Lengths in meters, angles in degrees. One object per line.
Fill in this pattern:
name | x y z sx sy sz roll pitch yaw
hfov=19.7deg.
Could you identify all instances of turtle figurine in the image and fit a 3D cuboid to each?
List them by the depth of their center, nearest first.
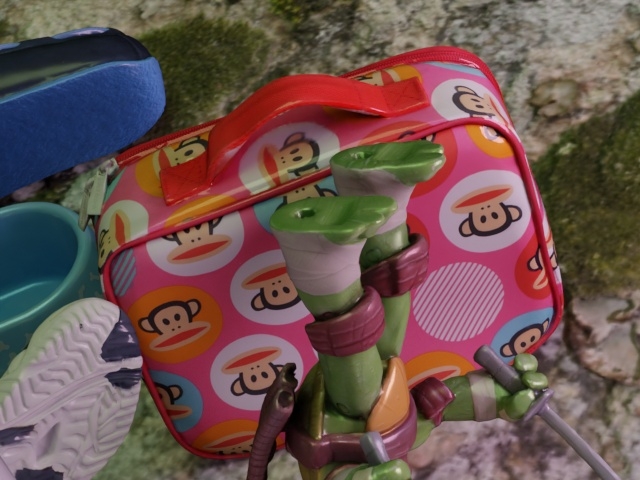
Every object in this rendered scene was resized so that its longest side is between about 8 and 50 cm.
turtle figurine | 0.075 0.089 1.079 0.198 0.266 0.275 -22 25 -28

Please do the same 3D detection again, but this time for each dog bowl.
dog bowl | -0.287 0.067 1.391 0.297 0.074 0.166 -23 41 -1

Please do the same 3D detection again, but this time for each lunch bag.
lunch bag | 0.000 0.000 1.205 0.293 0.258 0.120 -19 41 2

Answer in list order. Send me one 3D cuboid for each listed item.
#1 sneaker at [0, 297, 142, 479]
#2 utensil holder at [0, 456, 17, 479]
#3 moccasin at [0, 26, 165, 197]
sneaker | -0.203 0.125 1.200 0.094 0.235 0.153 11 16 -30
utensil holder | -0.252 0.266 0.928 0.328 0.385 0.327 -12 42 11
moccasin | -0.302 -0.092 1.547 0.342 0.137 0.117 -13 35 -12
